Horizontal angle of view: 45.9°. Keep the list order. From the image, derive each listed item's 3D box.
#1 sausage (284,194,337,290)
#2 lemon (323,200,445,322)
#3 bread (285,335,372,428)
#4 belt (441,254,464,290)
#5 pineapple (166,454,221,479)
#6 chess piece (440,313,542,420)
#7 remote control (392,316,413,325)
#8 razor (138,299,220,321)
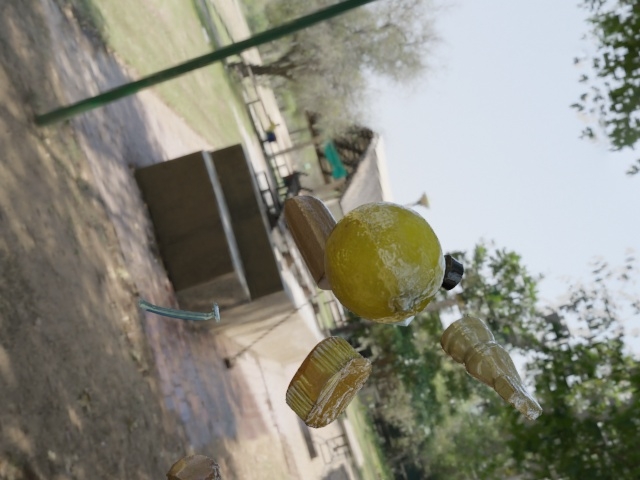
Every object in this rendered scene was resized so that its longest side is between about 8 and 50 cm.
[{"bbox_3d":[0.000,0.000,1.920,0.123,0.123,0.253,73,-9,-59],"label":"sausage"},{"bbox_3d":[0.141,0.049,1.682,0.293,0.293,0.293,163,-90,-90],"label":"lemon"},{"bbox_3d":[0.016,0.441,2.405,0.204,0.288,0.156,14,21,-50],"label":"bread"},{"bbox_3d":[0.405,0.104,2.410,0.058,0.105,0.140,31,17,-16],"label":"belt"},{"bbox_3d":[-0.340,0.735,2.067,0.158,0.158,0.278,-108,-163,-70],"label":"pineapple"},{"bbox_3d":[0.427,0.320,1.867,0.301,0.137,0.137,52,-17,50],"label":"chess piece"},{"bbox_3d":[0.201,0.194,1.930,0.162,0.061,0.029,-17,114,-76],"label":"remote control"},{"bbox_3d":[-0.337,0.168,1.798,0.068,0.191,0.037,-116,-143,-62],"label":"razor"}]
